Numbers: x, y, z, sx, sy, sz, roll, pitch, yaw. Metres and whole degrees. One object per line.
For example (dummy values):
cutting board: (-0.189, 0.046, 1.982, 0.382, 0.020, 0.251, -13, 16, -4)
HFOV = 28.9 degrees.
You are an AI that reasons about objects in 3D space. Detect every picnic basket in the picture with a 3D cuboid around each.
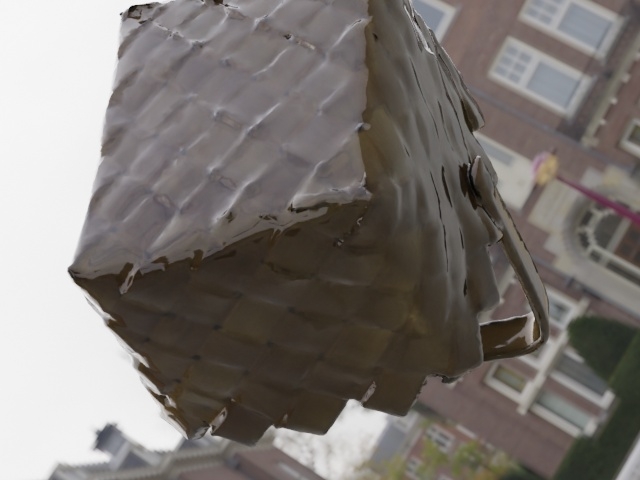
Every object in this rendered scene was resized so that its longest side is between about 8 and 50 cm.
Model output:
picnic basket: (0.000, 0.000, 0.837, 0.321, 0.254, 0.291, 58, -153, -46)
